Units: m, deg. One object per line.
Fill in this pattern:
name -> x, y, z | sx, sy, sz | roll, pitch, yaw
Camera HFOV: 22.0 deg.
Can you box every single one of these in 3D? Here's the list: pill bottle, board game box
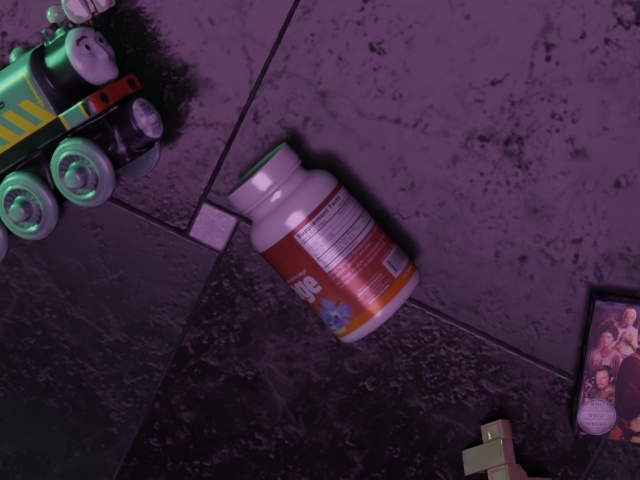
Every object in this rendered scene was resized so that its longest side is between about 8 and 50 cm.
pill bottle -> 0.000, 0.000, 1.829 | 0.121, 0.121, 0.216 | -41, 97, 12
board game box -> 0.419, 0.155, 1.879 | 0.243, 0.042, 0.165 | 7, 104, 2

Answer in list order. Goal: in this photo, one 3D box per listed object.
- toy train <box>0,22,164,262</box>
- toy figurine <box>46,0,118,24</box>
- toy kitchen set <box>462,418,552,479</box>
toy train -> -0.322, -0.101, 1.785 | 0.334, 0.142, 0.190 | -27, 99, 34
toy figurine -> -0.285, -0.343, 1.759 | 0.209, 0.148, 0.213 | 16, 102, -7
toy kitchen set -> 0.217, 0.260, 1.929 | 0.068, 0.075, 0.083 | -26, 63, 46
